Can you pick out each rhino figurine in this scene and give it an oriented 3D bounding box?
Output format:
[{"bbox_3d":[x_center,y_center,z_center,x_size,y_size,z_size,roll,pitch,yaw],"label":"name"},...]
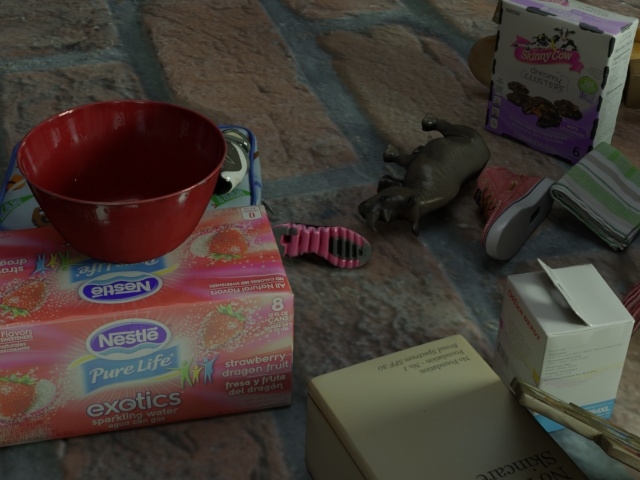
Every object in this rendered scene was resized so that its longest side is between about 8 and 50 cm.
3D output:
[{"bbox_3d":[0.125,-0.076,1.258,0.106,0.073,0.243,19,40,26],"label":"rhino figurine"}]

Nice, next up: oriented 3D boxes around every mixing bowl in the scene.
[{"bbox_3d":[-0.175,-0.043,0.927,0.181,0.098,0.181,2,36,-1],"label":"mixing bowl"}]

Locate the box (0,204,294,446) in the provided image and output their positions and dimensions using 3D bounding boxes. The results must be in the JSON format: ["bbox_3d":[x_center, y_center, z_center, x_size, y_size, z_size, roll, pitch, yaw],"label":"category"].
[{"bbox_3d":[-0.184,0.077,0.967,0.299,0.142,0.154,-6,37,-11],"label":"box"}]

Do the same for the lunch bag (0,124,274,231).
[{"bbox_3d":[-0.204,-0.042,1.161,0.303,0.115,0.243,-2,34,-4],"label":"lunch bag"}]

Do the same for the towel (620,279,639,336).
[{"bbox_3d":[0.430,-0.048,1.097,0.037,0.237,0.329,39,47,17],"label":"towel"}]

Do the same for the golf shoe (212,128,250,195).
[{"bbox_3d":[-0.172,-0.082,1.050,0.198,0.077,0.094,0,32,3],"label":"golf shoe"}]

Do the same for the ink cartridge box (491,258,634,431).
[{"bbox_3d":[0.226,0.095,0.965,0.089,0.143,0.092,-8,37,-13],"label":"ink cartridge box"}]

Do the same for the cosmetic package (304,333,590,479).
[{"bbox_3d":[0.121,0.224,0.809,0.160,0.113,0.309,-15,38,-23],"label":"cosmetic package"}]

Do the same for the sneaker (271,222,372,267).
[{"bbox_3d":[0.000,0.000,1.175,0.119,0.047,0.057,12,9,-2],"label":"sneaker"}]

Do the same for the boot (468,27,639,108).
[{"bbox_3d":[0.375,-0.274,1.541,0.295,0.104,0.211,12,31,7],"label":"boot"}]

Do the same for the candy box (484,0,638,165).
[{"bbox_3d":[0.312,-0.216,1.357,0.164,0.196,0.070,27,44,31],"label":"candy box"}]

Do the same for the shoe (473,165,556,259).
[{"bbox_3d":[0.212,-0.036,1.220,0.081,0.064,0.178,20,34,25],"label":"shoe"}]

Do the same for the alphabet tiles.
[{"bbox_3d":[0.299,0.189,0.758,0.342,0.011,0.285,27,1,9],"label":"alphabet tiles"}]

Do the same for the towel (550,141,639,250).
[{"bbox_3d":[0.357,-0.060,1.258,0.113,0.023,0.152,42,47,11],"label":"towel"}]

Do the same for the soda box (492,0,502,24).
[{"bbox_3d":[0.327,-0.285,1.404,0.181,0.061,0.058,41,60,18],"label":"soda box"}]
